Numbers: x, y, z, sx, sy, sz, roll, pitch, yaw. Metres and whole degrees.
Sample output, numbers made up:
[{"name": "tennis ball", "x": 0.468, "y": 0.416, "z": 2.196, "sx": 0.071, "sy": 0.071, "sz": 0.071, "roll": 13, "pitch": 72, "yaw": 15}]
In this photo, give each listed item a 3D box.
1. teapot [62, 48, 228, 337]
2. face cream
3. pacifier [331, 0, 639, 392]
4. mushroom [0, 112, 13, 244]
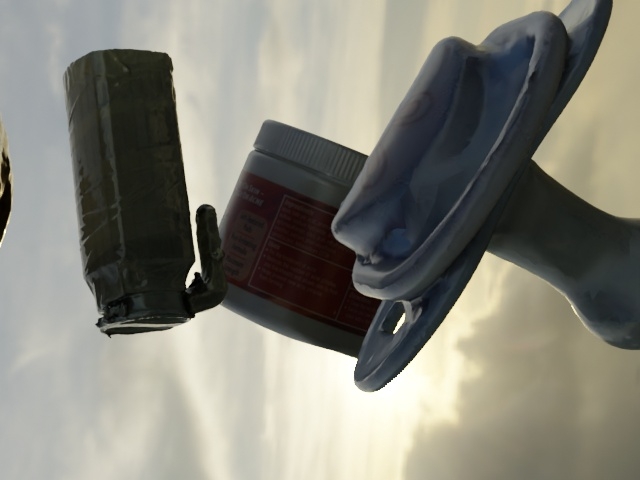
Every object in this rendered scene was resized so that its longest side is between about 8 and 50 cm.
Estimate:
[{"name": "teapot", "x": -0.125, "y": -0.033, "z": 0.928, "sx": 0.077, "sy": 0.107, "sz": 0.201, "roll": -22, "pitch": 71, "yaw": 51}, {"name": "face cream", "x": 0.000, "y": 0.000, "z": 1.274, "sx": 0.201, "sy": 0.201, "sz": 0.187, "roll": 5, "pitch": -73, "yaw": -83}, {"name": "pacifier", "x": 0.137, "y": -0.013, "z": 0.772, "sx": 0.287, "sy": 0.225, "sz": 0.238, "roll": -62, "pitch": 7, "yaw": -9}, {"name": "mushroom", "x": -0.326, "y": -0.071, "z": 0.773, "sx": 0.263, "sy": 0.283, "sz": 0.195, "roll": -24, "pitch": -27, "yaw": -34}]
